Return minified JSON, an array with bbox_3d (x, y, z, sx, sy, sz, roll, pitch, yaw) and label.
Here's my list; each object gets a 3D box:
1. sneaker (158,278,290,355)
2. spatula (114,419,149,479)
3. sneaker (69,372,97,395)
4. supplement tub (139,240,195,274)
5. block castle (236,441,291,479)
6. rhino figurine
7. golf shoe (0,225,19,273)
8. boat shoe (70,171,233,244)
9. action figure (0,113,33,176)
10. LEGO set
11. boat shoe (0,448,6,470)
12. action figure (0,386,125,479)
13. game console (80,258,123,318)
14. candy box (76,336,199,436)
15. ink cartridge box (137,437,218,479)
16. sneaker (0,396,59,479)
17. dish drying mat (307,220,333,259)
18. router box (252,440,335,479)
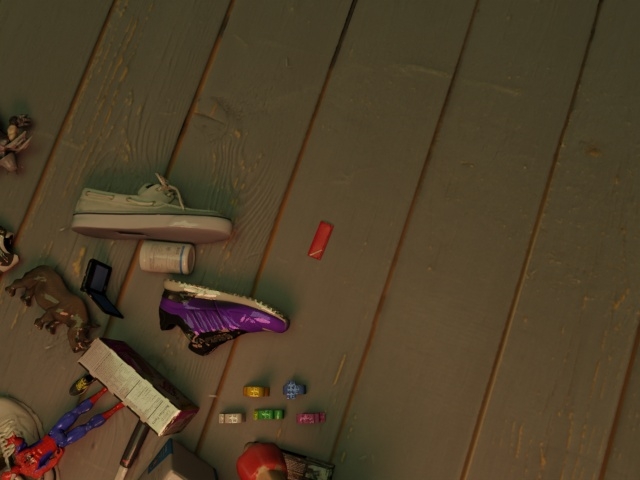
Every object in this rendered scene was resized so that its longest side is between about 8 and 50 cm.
[{"bbox_3d":[-0.212,0.182,1.583,0.293,0.102,0.146,13,84,12],"label":"sneaker"},{"bbox_3d":[-0.422,0.500,1.563,0.084,0.030,0.296,22,81,7],"label":"spatula"},{"bbox_3d":[-0.515,0.307,1.607,0.083,0.035,0.031,-38,77,-4],"label":"sneaker"},{"bbox_3d":[-0.337,0.038,1.630,0.107,0.071,0.071,5,79,6],"label":"supplement tub"},{"bbox_3d":[-0.098,0.593,1.332,0.303,0.213,0.453,-33,122,-7],"label":"block castle"},{"bbox_3d":[-0.574,0.155,1.625,0.106,0.073,0.243,-45,80,-2],"label":"rhino figurine"},{"bbox_3d":[-0.751,-0.015,1.681,0.094,0.077,0.198,-25,82,-15],"label":"golf shoe"},{"bbox_3d":[-0.365,-0.082,1.637,0.367,0.136,0.156,2,75,14],"label":"boat shoe"},{"bbox_3d":[-0.776,-0.265,1.718,0.185,0.099,0.285,-35,82,-10],"label":"action figure"},{"bbox_3d":[-0.108,0.338,1.539,0.227,0.093,0.087,-2,78,4],"label":"LEGO set"},{"bbox_3d":[-0.739,0.498,1.580,0.153,0.056,0.048,-42,55,-3],"label":"boat shoe"},{"bbox_3d":[-0.523,0.385,1.492,0.280,0.139,0.091,-39,81,-25],"label":"action figure"},{"bbox_3d":[-0.462,0.105,1.600,0.071,0.122,0.107,13,79,6],"label":"game console"},{"bbox_3d":[-0.374,0.302,1.534,0.233,0.159,0.071,39,84,10],"label":"candy box"},{"bbox_3d":[-0.336,0.570,1.433,0.129,0.223,0.307,39,83,-11],"label":"ink cartridge box"},{"bbox_3d":[-0.638,0.429,1.563,0.090,0.095,0.235,-38,77,-2],"label":"sneaker"},{"bbox_3d":[0.000,0.000,1.643,0.032,0.008,0.083,20,81,9],"label":"dish drying mat"},{"bbox_3d":[-0.073,0.505,1.526,0.179,0.046,0.133,15,81,8],"label":"router box"}]
